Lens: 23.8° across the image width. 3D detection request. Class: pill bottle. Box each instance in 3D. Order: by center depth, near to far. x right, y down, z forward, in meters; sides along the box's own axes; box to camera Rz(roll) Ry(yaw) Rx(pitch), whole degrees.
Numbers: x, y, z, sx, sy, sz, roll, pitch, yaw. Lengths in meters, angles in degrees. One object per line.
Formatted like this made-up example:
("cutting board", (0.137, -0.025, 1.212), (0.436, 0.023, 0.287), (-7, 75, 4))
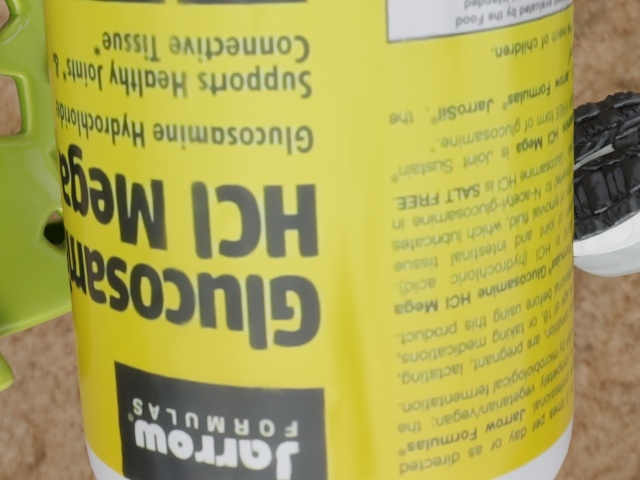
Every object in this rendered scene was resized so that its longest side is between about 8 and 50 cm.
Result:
("pill bottle", (0.000, 0.000, 0.562), (0.188, 0.188, 0.334), (-5, 106, -7))

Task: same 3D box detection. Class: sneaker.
("sneaker", (0.243, -0.053, 0.845), (0.271, 0.100, 0.108), (-20, 148, 24))

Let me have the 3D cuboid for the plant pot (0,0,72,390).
("plant pot", (-0.219, -0.038, 0.732), (0.227, 0.207, 0.228), (-12, 118, 40))
